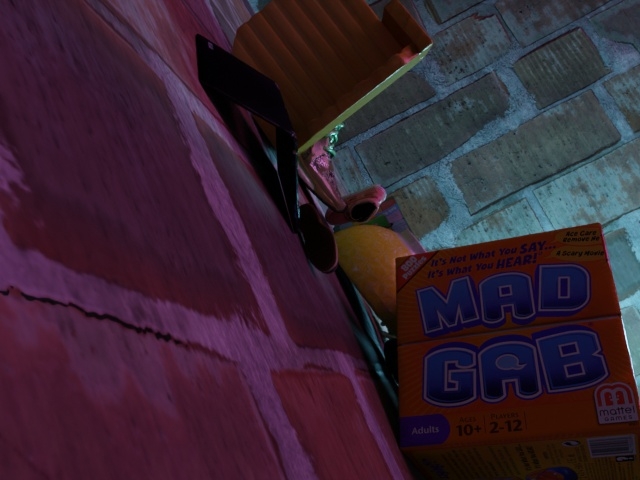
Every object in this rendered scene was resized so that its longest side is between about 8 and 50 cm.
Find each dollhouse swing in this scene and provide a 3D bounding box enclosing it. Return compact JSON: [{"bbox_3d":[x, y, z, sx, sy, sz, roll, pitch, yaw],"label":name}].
[{"bbox_3d":[-0.013,-0.386,1.452,0.305,0.347,0.315,53,7,-3],"label":"dollhouse swing"}]

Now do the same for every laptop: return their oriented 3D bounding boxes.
[{"bbox_3d":[-0.117,-0.174,1.178,0.234,0.137,0.264,-107,-166,-57],"label":"laptop"}]

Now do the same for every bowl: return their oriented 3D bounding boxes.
[{"bbox_3d":[0.158,0.064,1.557,0.289,0.156,0.289,51,4,-5],"label":"bowl"}]

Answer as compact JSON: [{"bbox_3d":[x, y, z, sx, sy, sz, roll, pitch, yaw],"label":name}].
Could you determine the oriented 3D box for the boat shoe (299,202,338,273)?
[{"bbox_3d":[0.000,0.000,1.207,0.049,0.056,0.152,49,14,-47],"label":"boat shoe"}]

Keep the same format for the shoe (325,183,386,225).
[{"bbox_3d":[0.073,-0.070,1.728,0.063,0.178,0.081,54,34,-15],"label":"shoe"}]

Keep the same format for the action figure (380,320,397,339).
[{"bbox_3d":[0.185,0.236,1.713,0.137,0.063,0.232,62,2,-30],"label":"action figure"}]

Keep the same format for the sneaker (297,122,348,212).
[{"bbox_3d":[-0.006,-0.262,1.673,0.158,0.182,0.410,-6,71,-82],"label":"sneaker"}]

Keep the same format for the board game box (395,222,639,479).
[{"bbox_3d":[0.353,0.238,1.293,0.356,0.356,0.356,56,29,-50],"label":"board game box"}]

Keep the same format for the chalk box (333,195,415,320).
[{"bbox_3d":[0.157,0.028,1.824,0.289,0.180,0.179,59,7,-45],"label":"chalk box"}]

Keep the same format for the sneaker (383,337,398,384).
[{"bbox_3d":[0.182,0.289,1.505,0.188,0.067,0.078,59,13,10],"label":"sneaker"}]
